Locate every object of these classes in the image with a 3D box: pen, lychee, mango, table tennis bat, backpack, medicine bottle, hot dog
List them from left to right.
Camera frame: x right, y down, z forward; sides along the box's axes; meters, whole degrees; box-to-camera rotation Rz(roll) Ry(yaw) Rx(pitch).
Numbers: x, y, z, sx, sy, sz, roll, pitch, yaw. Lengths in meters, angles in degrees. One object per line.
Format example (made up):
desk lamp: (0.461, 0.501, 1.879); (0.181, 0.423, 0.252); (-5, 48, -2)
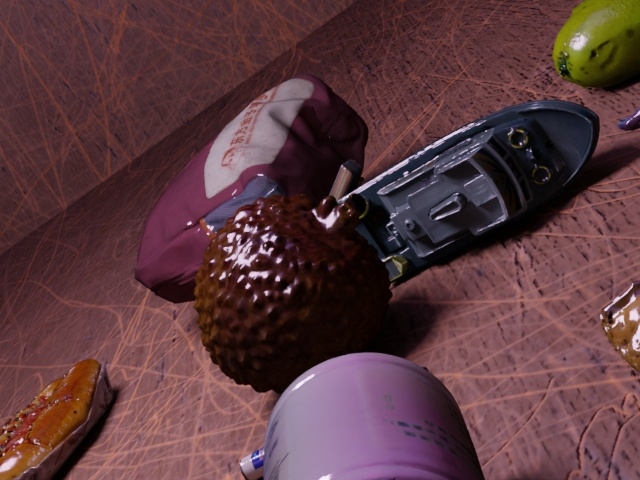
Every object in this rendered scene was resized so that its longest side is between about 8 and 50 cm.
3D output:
hot dog: (-0.342, 0.240, 1.664); (0.144, 0.075, 0.268); (-30, 14, 31)
backpack: (-0.096, -0.031, 1.707); (0.317, 0.197, 0.283); (-37, 13, 33)
lychee: (-0.024, 0.045, 1.336); (0.238, 0.200, 0.200); (-54, 9, 23)
table tennis bat: (0.000, 0.000, 1.515); (0.130, 0.019, 0.220); (-37, -23, -50)
pen: (0.012, 0.166, 1.213); (0.204, 0.025, 0.025); (-31, 17, 20)
medicine bottle: (0.038, 0.187, 0.864); (0.152, 0.152, 0.254); (-34, 15, 9)
mango: (0.347, -0.240, 1.537); (0.178, 0.100, 0.119); (-28, 14, 4)

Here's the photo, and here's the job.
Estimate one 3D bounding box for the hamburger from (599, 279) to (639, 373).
hamburger: (0.312, 0.040, 0.798); (0.262, 0.124, 0.131); (-35, 34, 21)

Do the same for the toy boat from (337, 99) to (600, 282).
toy boat: (0.156, -0.059, 1.386); (0.296, 0.114, 0.122); (-28, 11, 31)

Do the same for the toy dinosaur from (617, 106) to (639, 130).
toy dinosaur: (0.381, -0.170, 1.363); (0.197, 0.045, 0.080); (-34, 27, 36)
